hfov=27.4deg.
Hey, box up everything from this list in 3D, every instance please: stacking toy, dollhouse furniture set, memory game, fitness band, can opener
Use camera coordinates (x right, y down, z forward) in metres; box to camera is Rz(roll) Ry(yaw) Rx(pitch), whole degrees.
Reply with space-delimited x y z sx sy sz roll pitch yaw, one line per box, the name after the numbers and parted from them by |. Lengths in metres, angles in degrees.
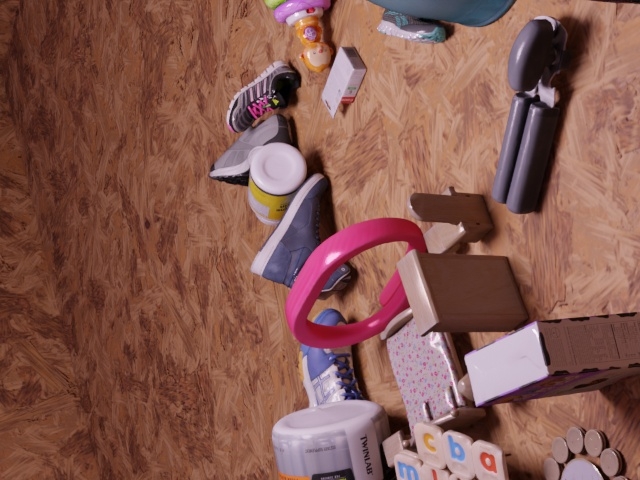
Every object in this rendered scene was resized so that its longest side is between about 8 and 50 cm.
-0.045 -0.442 2.325 0.165 0.175 0.302 -26 81 63 | stacking toy
0.118 0.136 1.955 0.355 0.173 0.303 -44 53 45 | dollhouse furniture set
0.355 0.339 1.743 0.186 0.012 0.186 10 102 62 | memory game
0.059 0.073 2.075 0.054 0.209 0.291 66 146 33 | fitness band
0.276 -0.171 1.778 0.074 0.093 0.280 44 135 52 | can opener

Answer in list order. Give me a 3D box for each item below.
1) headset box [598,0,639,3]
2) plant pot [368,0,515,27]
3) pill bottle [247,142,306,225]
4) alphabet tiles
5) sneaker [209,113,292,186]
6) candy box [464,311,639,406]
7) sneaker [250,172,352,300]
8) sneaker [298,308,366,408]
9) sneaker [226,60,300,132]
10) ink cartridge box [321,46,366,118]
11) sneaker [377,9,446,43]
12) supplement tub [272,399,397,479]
0.327 -0.335 1.516 0.293 0.218 0.110 29 118 60 | headset box
0.123 -0.443 1.859 0.271 0.255 0.272 11 102 62 | plant pot
-0.082 -0.097 2.417 0.184 0.103 0.103 102 156 -67 | pill bottle
0.220 0.398 1.898 0.284 0.021 0.278 11 120 48 | alphabet tiles
-0.129 -0.170 2.556 0.271 0.100 0.108 -20 65 55 | sneaker
0.306 0.145 1.619 0.165 0.196 0.070 -37 60 58 | candy box
0.000 0.001 2.328 0.226 0.163 0.086 -60 -8 -22 | sneaker
0.039 0.268 2.275 0.131 0.111 0.297 9 102 44 | sneaker
-0.103 -0.263 2.449 0.074 0.170 0.063 33 164 45 | sneaker
0.040 -0.273 2.279 0.063 0.029 0.115 64 145 37 | ink cartridge box
0.142 -0.351 2.043 0.166 0.065 0.076 30 115 57 | sneaker
0.040 0.433 2.133 0.193 0.193 0.316 -1 102 63 | supplement tub
